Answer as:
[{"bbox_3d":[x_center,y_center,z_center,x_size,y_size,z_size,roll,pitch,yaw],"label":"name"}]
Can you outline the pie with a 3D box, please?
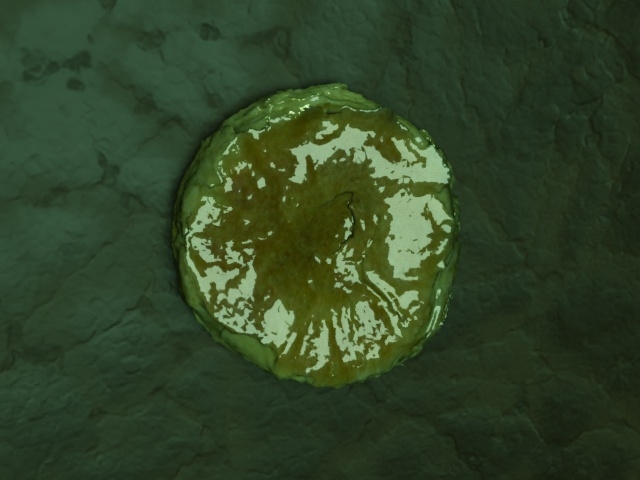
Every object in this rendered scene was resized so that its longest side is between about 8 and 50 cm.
[{"bbox_3d":[0.000,0.000,1.493,0.340,0.083,0.339,-2,102,-11],"label":"pie"}]
